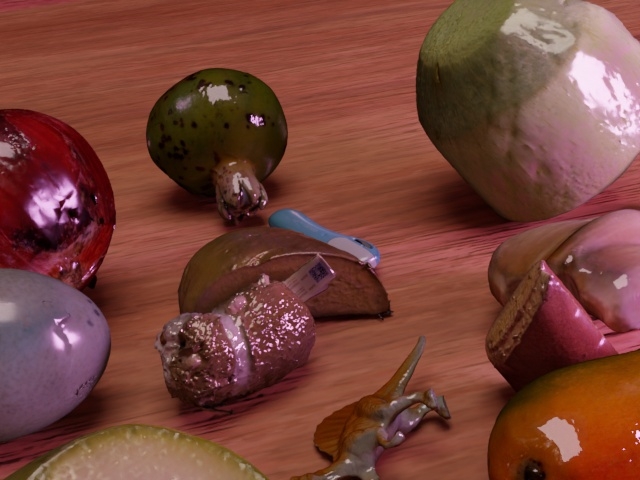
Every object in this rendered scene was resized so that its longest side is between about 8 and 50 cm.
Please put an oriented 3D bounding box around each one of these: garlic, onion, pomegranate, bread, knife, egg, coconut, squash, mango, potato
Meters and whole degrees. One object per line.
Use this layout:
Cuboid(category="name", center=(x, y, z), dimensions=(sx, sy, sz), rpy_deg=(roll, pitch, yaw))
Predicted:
Cuboid(category="garlic", center=(0.291, 0.022, 1.043), dimensions=(0.228, 0.110, 0.217), rpy_deg=(-6, 6, -43))
Cuboid(category="onion", center=(-0.368, -0.023, 1.119), dimensions=(0.276, 0.276, 0.276), rpy_deg=(-4, 27, 2))
Cuboid(category="pomegranate", center=(-0.138, -0.130, 1.400), dimensions=(0.202, 0.202, 0.247), rpy_deg=(-10, 55, -9))
Cuboid(category="bread", center=(0.216, 0.109, 0.926), dimensions=(0.119, 0.192, 0.067), rpy_deg=(-29, 30, 31))
Cuboid(category="knife", center=(0.000, 0.000, 1.266), dimensions=(0.064, 0.031, 0.222), rpy_deg=(-24, 29, -25))
Cuboid(category="egg", center=(-0.322, 0.111, 0.953), dimensions=(0.237, 0.169, 0.169), rpy_deg=(-12, 28, -10))
Cuboid(category="coconut", center=(0.282, -0.172, 1.284), dimensions=(0.329, 0.328, 0.281), rpy_deg=(14, 62, 32))
Cuboid(category="squash", center=(-0.191, 0.240, 0.832), dimensions=(0.237, 0.155, 0.204), rpy_deg=(-26, 65, -39))
Cuboid(category="mango", center=(0.254, 0.155, 0.811), dimensions=(0.289, 0.129, 0.146), rpy_deg=(-16, 19, -29))
Cuboid(category="potato", center=(-0.046, 0.032, 1.143), dimensions=(0.243, 0.098, 0.138), rpy_deg=(-6, 25, -4))

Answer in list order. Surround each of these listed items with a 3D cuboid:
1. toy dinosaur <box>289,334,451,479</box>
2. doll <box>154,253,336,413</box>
Cuboid(category="toy dinosaur", center=(0.047, 0.170, 0.922), dimensions=(0.142, 0.057, 0.212), rpy_deg=(-21, 13, 11))
Cuboid(category="doll", center=(-0.069, 0.095, 1.010), dimensions=(0.115, 0.105, 0.221), rpy_deg=(47, 47, 12))
